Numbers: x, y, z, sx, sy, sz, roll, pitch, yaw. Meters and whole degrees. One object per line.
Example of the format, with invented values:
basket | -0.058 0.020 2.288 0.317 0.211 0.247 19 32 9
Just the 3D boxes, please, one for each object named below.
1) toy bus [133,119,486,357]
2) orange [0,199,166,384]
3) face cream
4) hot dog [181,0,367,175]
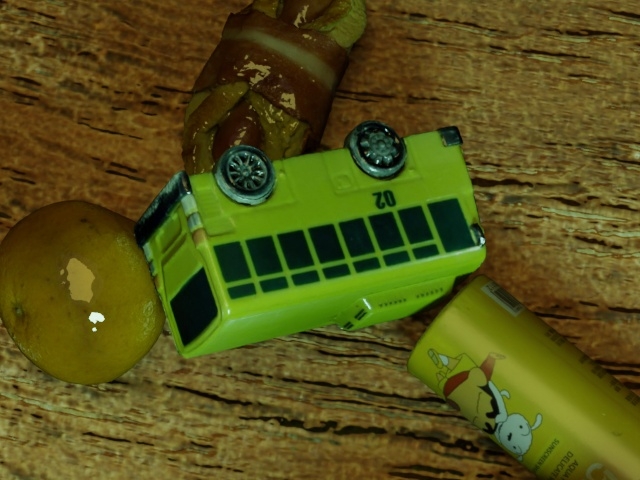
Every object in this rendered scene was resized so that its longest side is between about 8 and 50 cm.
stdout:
toy bus | 0.000 0.000 1.325 0.262 0.128 0.150 -11 74 -28
orange | -0.195 0.040 1.371 0.136 0.159 0.159 -20 71 -36
face cream | 0.233 0.173 1.319 0.349 0.105 0.105 39 81 13
hot dog | -0.044 -0.143 1.431 0.123 0.093 0.261 20 78 9
